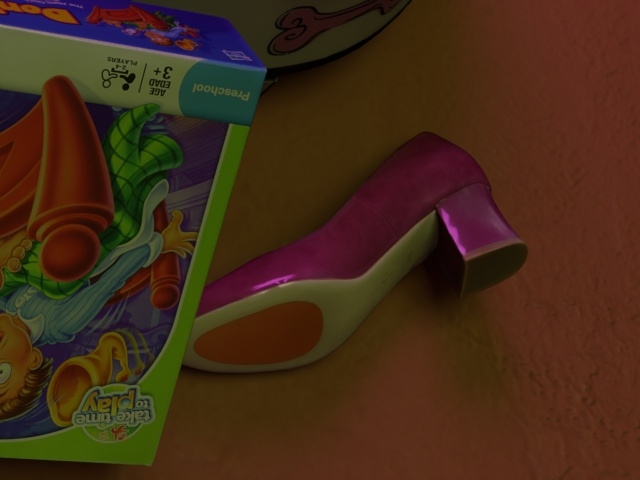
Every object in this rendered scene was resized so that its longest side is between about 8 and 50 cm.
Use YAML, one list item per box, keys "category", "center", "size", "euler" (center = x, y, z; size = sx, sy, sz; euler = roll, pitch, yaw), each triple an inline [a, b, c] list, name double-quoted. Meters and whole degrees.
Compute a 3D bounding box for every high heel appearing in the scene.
- category: "high heel"
  center: [0.000, 0.000, 0.992]
  size: [0.244, 0.082, 0.117]
  euler: [-20, 52, -18]

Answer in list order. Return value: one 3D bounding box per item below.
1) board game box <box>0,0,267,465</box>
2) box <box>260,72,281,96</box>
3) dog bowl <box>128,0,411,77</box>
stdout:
- category: "board game box"
  center: [-0.225, -0.017, 0.787]
  size: [0.347, 0.233, 0.078]
  euler: [7, 24, -24]
- category: "box"
  center: [-0.129, -0.177, 0.998]
  size: [0.191, 0.045, 0.184]
  euler: [-1, 74, -28]
- category: "dog bowl"
  center: [-0.060, -0.311, 0.970]
  size: [0.408, 0.150, 0.408]
  euler: [10, 68, -25]
